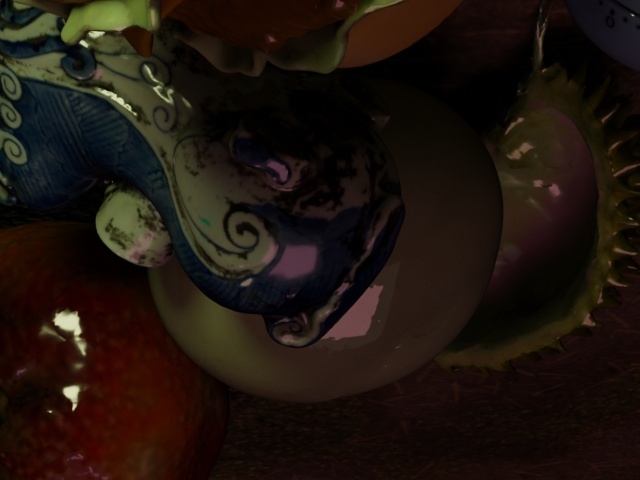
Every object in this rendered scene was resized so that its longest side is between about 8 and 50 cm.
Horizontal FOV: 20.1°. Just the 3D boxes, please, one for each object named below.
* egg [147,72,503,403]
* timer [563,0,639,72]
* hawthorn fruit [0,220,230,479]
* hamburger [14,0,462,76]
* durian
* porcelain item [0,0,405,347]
[{"bbox_3d":[0.000,0.000,1.228,0.219,0.219,0.269,14,146,-34],"label":"egg"},{"bbox_3d":[0.200,-0.206,0.972,0.175,0.175,0.255,-7,126,3],"label":"timer"},{"bbox_3d":[-0.187,0.132,1.421,0.284,0.285,0.369,-17,160,22],"label":"hawthorn fruit"},{"bbox_3d":[-0.051,-0.209,0.746,0.212,0.275,0.274,9,151,-40],"label":"hamburger"},{"bbox_3d":[0.130,-0.010,1.315,0.169,0.158,0.355,24,144,-18],"label":"durian"},{"bbox_3d":[-0.090,-0.051,1.067,0.186,0.288,0.138,-58,169,31],"label":"porcelain item"}]
